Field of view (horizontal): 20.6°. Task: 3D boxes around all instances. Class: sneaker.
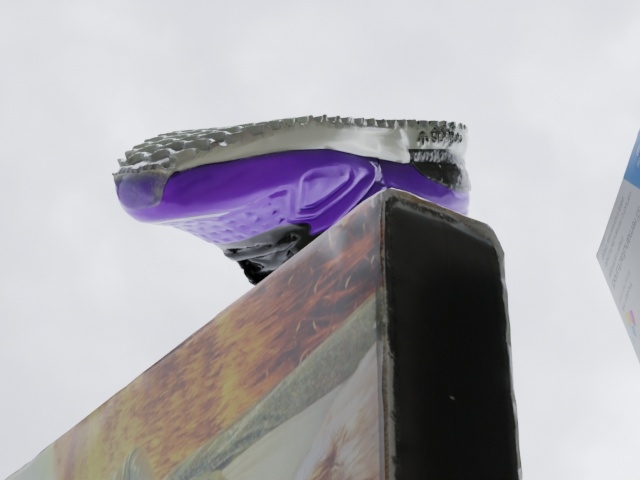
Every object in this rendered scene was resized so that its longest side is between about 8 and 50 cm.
[{"bbox_3d":[0.001,0.000,1.083,0.102,0.146,0.293,-3,180,42],"label":"sneaker"}]

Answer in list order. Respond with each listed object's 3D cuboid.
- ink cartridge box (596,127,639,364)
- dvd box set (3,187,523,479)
[{"bbox_3d":[0.141,0.018,0.583,0.052,0.088,0.122,-4,-134,-13],"label":"ink cartridge box"},{"bbox_3d":[-0.079,0.206,0.663,0.062,0.420,0.307,22,-129,-29],"label":"dvd box set"}]
